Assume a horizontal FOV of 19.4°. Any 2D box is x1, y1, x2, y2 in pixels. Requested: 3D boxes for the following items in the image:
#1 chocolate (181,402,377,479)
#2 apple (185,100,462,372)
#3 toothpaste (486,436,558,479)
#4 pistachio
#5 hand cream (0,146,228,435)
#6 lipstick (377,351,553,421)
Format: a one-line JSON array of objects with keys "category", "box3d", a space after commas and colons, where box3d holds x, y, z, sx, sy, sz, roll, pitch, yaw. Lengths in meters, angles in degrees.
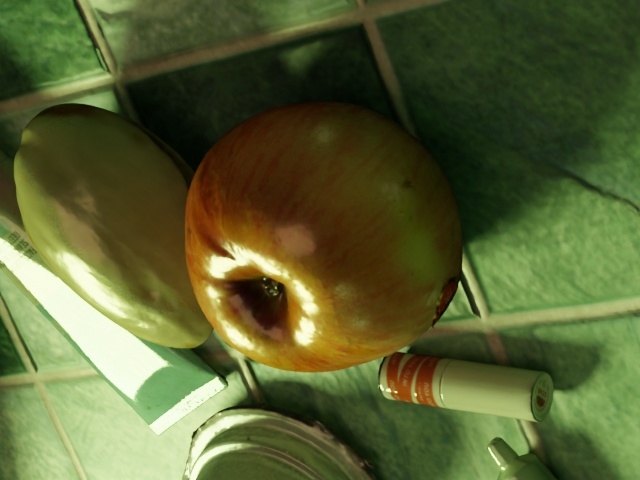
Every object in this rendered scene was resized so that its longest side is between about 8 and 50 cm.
[{"category": "chocolate", "box3d": [-0.059, 0.248, 1.538, 0.221, 0.147, 0.221, 21, 130, 28]}, {"category": "apple", "box3d": [0.000, 0.000, 1.330, 0.209, 0.164, 0.209, 20, 129, 26]}, {"category": "toothpaste", "box3d": [0.204, 0.239, 1.419, 0.233, 0.038, 0.060, 49, 137, -4]}, {"category": "pistachio", "box3d": [-0.150, -0.014, 1.455, 0.215, 0.144, 0.144, 44, 134, -3]}, {"category": "hand cream", "box3d": [-0.215, 0.035, 1.576, 0.312, 0.070, 0.111, 48, 131, -3]}, {"category": "lipstick", "box3d": [0.108, 0.109, 1.404, 0.131, 0.038, 0.038, 6, 120, 33]}]
